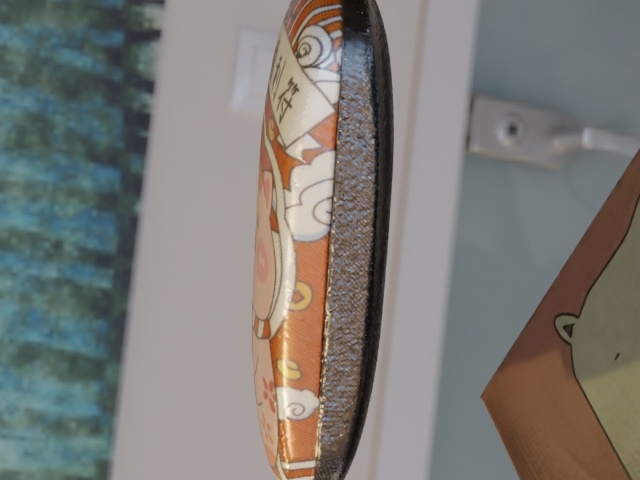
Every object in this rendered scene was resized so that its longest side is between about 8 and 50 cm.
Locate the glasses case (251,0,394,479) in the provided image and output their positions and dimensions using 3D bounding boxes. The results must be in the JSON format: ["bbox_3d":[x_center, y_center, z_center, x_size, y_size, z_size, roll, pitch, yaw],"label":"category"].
[{"bbox_3d":[0.000,0.000,0.768,0.067,0.267,0.103,1,-161,-6],"label":"glasses case"}]

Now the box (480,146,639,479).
[{"bbox_3d":[0.182,0.078,0.634,0.086,0.215,0.215,3,-137,-27],"label":"box"}]
